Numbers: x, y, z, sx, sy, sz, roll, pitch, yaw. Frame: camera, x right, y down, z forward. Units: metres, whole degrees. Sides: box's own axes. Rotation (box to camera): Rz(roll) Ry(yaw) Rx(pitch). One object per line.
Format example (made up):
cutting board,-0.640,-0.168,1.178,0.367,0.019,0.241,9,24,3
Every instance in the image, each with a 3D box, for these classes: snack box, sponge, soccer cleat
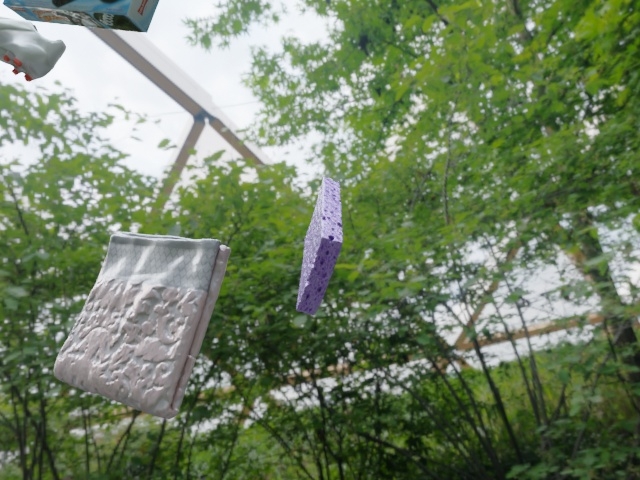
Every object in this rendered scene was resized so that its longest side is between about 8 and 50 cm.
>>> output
snack box,-0.415,-0.483,0.983,0.322,0.187,0.060,15,-8,25
sponge,0.000,0.000,0.787,0.031,0.210,0.117,15,-63,-7
soccer cleat,-0.455,-0.294,0.791,0.076,0.196,0.068,-53,-16,-25

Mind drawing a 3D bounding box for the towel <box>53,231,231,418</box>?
towel,-0.337,0.136,1.014,0.332,0.316,0.053,4,-21,36
